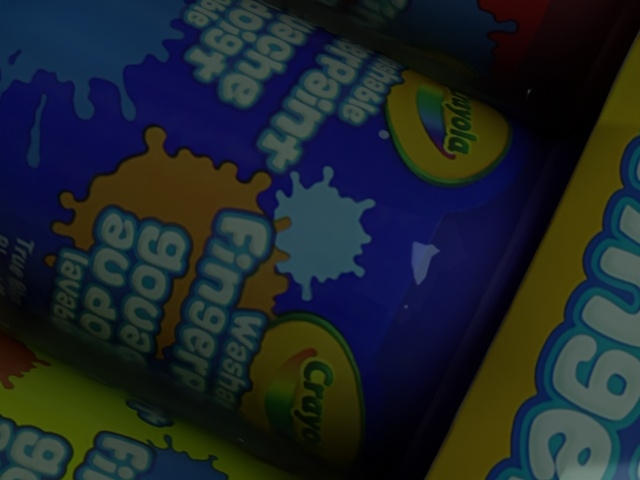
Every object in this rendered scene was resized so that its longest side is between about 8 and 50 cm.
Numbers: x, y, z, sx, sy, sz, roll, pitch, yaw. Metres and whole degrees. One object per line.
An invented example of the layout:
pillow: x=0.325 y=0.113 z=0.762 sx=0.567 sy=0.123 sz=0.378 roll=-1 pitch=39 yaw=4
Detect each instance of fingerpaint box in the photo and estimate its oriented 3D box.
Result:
fingerpaint box: x=0.000 y=0.000 z=0.530 sx=0.371 sy=0.163 sz=0.445 roll=27 pitch=75 yaw=5
